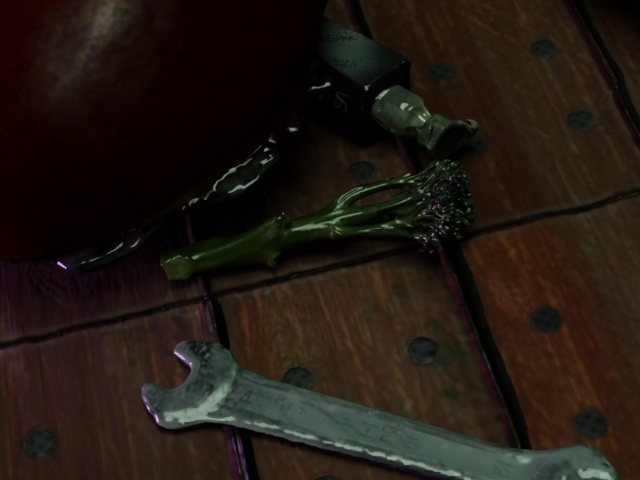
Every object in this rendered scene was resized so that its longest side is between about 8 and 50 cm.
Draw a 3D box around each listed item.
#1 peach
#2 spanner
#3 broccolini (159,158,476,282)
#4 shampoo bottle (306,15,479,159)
[{"bbox_3d":[-0.179,-0.183,0.918,0.353,0.416,0.339,0,23,-44],"label":"peach"},{"bbox_3d":[0.029,0.119,0.819,0.302,0.017,0.071,14,53,19],"label":"spanner"},{"bbox_3d":[0.000,0.001,0.915,0.216,0.058,0.067,-18,8,1],"label":"broccolini"},{"bbox_3d":[0.023,-0.121,1.001,0.063,0.057,0.208,-37,55,-26],"label":"shampoo bottle"}]
